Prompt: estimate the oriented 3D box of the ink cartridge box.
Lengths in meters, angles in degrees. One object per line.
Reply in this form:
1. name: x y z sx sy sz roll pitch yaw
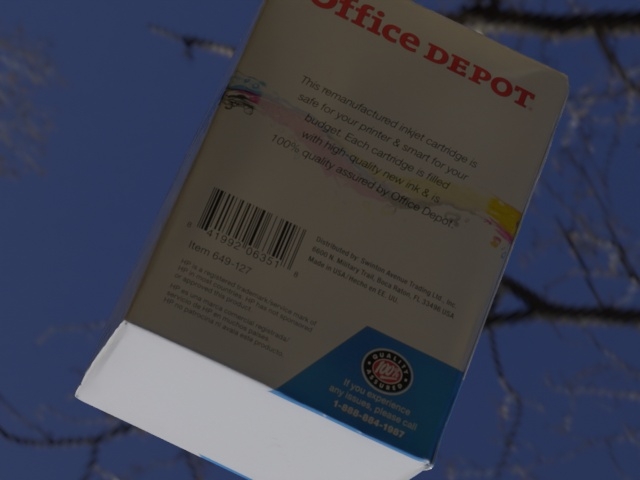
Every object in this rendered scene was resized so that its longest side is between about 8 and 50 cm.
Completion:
1. ink cartridge box: 0.000 0.000 1.076 0.171 0.168 0.233 26 -113 -6
